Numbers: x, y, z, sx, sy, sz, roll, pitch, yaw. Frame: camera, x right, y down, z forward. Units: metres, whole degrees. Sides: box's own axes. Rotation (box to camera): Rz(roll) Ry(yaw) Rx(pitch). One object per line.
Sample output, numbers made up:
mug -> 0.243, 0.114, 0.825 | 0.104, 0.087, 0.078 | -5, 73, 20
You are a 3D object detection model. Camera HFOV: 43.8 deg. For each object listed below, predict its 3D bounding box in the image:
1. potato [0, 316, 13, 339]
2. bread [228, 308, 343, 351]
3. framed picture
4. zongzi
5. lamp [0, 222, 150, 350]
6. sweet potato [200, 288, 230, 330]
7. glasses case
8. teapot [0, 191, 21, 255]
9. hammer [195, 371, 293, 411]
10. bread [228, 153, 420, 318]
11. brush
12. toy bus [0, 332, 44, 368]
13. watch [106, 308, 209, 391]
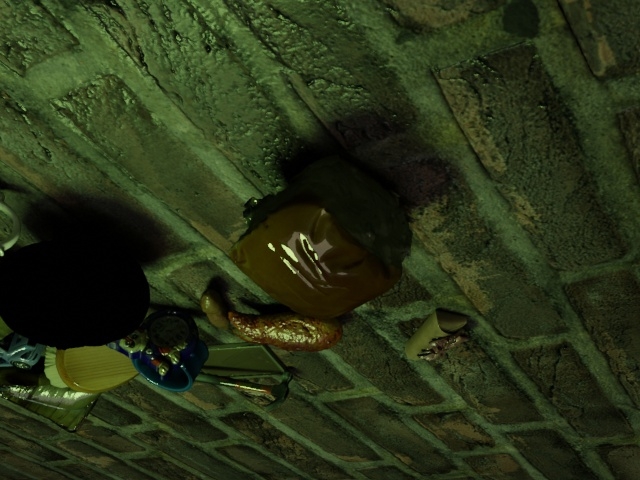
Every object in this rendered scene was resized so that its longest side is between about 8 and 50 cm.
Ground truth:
potato -> -0.748, 0.138, 1.779 | 0.255, 0.269, 0.112 | -2, 112, 39
bread -> -0.080, 0.212, 1.842 | 0.268, 0.095, 0.139 | -2, 148, 5
framed picture -> -0.230, 0.322, 2.111 | 0.249, 0.016, 0.184 | -7, 144, 20
zongzi -> -0.727, 0.379, 2.210 | 0.286, 0.138, 0.300 | 35, 124, -24
lamp -> -0.494, 0.087, 1.608 | 0.305, 0.240, 0.305 | 10, -172, -1
sweet potato -> -0.241, 0.158, 1.828 | 0.051, 0.065, 0.218 | -27, 156, -7
glasses case -> 0.276, 0.238, 1.838 | 0.102, 0.070, 0.193 | 13, 147, -11
teapot -> -0.713, -0.072, 1.501 | 0.298, 0.139, 0.204 | 15, 143, -10
hammer -> -0.223, 0.379, 2.113 | 0.287, 0.111, 0.033 | 9, 148, 13
bread -> 0.000, 0.000, 1.392 | 0.250, 0.225, 0.279 | -25, 130, 37
brush -> -0.550, 0.294, 2.019 | 0.266, 0.174, 0.166 | -1, 173, -31
toy bus -> -0.841, 0.249, 2.019 | 0.292, 0.126, 0.133 | -5, 144, 21
watch -> -0.377, 0.273, 1.921 | 0.196, 0.171, 0.200 | 25, 142, 17
